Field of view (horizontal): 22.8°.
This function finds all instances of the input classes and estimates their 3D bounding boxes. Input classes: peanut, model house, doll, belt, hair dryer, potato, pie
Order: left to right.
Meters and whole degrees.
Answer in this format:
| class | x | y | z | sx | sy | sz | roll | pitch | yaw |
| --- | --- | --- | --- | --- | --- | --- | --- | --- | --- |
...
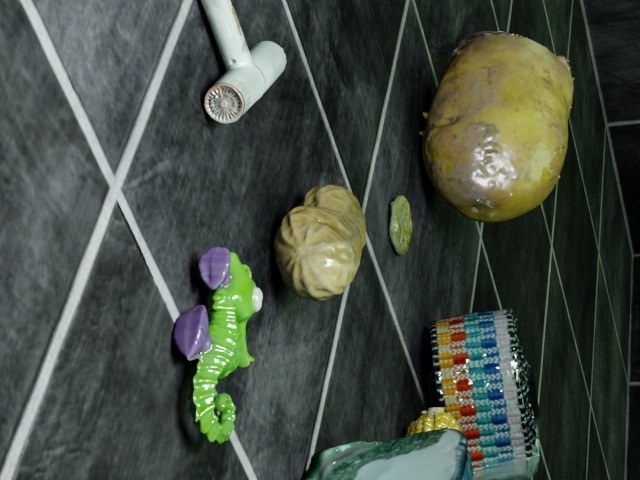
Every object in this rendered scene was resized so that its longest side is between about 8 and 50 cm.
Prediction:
| class | x | y | z | sx | sy | sz | roll | pitch | yaw |
| --- | --- | --- | --- | --- | --- | --- | --- | --- | --- |
| doll | -0.088 | 0.093 | 1.416 | 0.190 | 0.050 | 0.115 | -77 | 148 | -41 |
| hair dryer | -0.088 | -0.220 | 1.525 | 0.155 | 0.044 | 0.183 | -59 | 137 | -65 |
| peanut | 0.000 | 0.000 | 1.666 | 0.194 | 0.093 | 0.083 | -79 | -168 | -64 |
| model house | 0.066 | 0.369 | 1.629 | 0.253 | 0.184 | 0.291 | -60 | 146 | -68 |
| pie | 0.106 | -0.020 | 2.109 | 0.085 | 0.017 | 0.085 | -4 | 90 | -72 |
| belt | 0.226 | 0.224 | 2.208 | 0.207 | 0.150 | 0.257 | -79 | 159 | -66 |
| potato | 0.249 | -0.140 | 2.282 | 0.266 | 0.229 | 0.229 | -79 | 157 | -51 |

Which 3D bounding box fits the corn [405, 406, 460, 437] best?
| class | x | y | z | sx | sy | sz | roll | pitch | yaw |
| --- | --- | --- | --- | --- | --- | --- | --- | --- | --- |
| corn | 0.139 | 0.324 | 2.011 | 0.080 | 0.080 | 0.238 | 53 | 38 | -59 |
